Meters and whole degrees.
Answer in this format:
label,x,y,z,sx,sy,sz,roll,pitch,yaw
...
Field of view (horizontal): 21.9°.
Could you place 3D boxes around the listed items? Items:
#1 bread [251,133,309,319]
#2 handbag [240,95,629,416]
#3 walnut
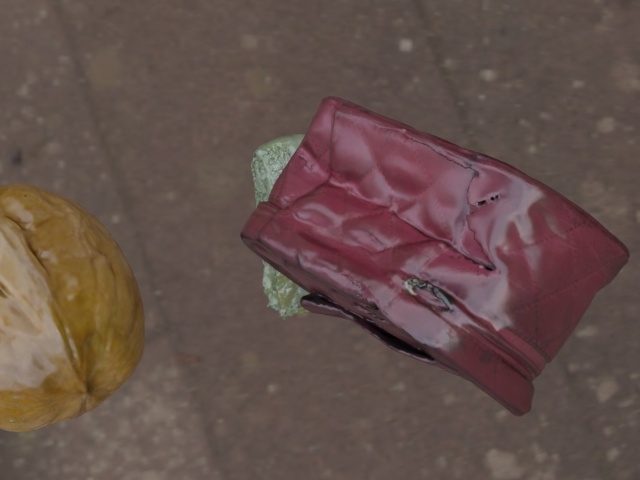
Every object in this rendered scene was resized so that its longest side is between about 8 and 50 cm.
label,x,y,z,sx,sy,sz,roll,pitch,yaw
bread,0.000,0.000,1.611,0.172,0.232,0.064,-49,37,7
handbag,0.063,0.007,1.014,0.225,0.146,0.135,29,86,46
walnut,-0.255,0.059,1.437,0.195,0.195,0.221,-56,52,24
